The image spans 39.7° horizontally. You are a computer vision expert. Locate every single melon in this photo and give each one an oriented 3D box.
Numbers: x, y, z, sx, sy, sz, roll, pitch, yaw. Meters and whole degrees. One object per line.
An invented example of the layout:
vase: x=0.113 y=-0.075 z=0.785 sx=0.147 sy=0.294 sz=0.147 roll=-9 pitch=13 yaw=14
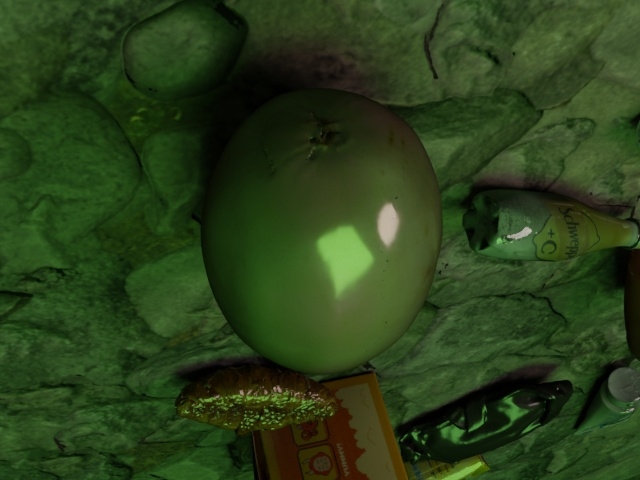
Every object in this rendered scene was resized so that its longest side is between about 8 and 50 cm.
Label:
melon: x=0.000 y=0.000 z=0.835 sx=0.223 sy=0.223 sz=0.317 roll=-11 pitch=149 yaw=-9

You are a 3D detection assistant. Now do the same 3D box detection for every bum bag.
bum bag: x=0.289 y=0.315 z=1.549 sx=0.326 sy=0.079 sz=0.142 roll=-27 pitch=138 yaw=20

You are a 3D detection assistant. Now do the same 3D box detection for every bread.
bread: x=-0.091 y=0.217 z=1.237 sx=0.233 sy=0.076 sz=0.104 roll=5 pitch=129 yaw=-19

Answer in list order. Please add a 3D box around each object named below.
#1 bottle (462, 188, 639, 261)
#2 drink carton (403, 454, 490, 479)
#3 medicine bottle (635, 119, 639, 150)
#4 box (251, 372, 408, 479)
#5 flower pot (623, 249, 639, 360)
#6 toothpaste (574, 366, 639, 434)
bottle: x=0.296 y=-0.015 z=1.069 sx=0.270 sy=0.083 sz=0.083 roll=2 pitch=142 yaw=-29
drink carton: x=0.214 y=0.440 z=1.685 sx=0.200 sy=0.084 sz=0.074 roll=-27 pitch=149 yaw=7
medicine bottle: x=0.446 y=-0.092 z=1.036 sx=0.074 sy=0.073 sz=0.218 roll=-37 pitch=143 yaw=27
box: x=0.009 y=0.395 z=1.372 sx=0.214 sy=0.259 sz=0.283 roll=-10 pitch=145 yaw=-11
flower pot: x=0.499 y=0.068 z=1.213 sx=0.191 sy=0.190 sz=0.173 roll=-24 pitch=132 yaw=10
toothpaste: x=0.553 y=0.315 z=1.678 sx=0.114 sy=0.073 sz=0.299 roll=-17 pitch=153 yaw=-1
